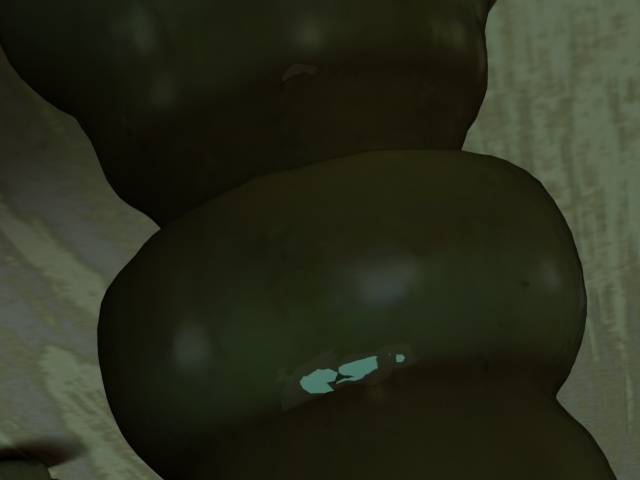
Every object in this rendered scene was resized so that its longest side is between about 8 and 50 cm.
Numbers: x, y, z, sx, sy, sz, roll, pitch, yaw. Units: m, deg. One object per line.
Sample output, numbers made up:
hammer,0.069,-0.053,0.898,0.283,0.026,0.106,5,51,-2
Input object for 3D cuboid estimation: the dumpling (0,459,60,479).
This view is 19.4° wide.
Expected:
dumpling,-0.163,0.146,1.013,0.076,0.052,0.057,-23,150,35

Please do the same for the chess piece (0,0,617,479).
chess piece,0.000,0.000,0.429,0.142,0.261,0.143,-12,161,-4
